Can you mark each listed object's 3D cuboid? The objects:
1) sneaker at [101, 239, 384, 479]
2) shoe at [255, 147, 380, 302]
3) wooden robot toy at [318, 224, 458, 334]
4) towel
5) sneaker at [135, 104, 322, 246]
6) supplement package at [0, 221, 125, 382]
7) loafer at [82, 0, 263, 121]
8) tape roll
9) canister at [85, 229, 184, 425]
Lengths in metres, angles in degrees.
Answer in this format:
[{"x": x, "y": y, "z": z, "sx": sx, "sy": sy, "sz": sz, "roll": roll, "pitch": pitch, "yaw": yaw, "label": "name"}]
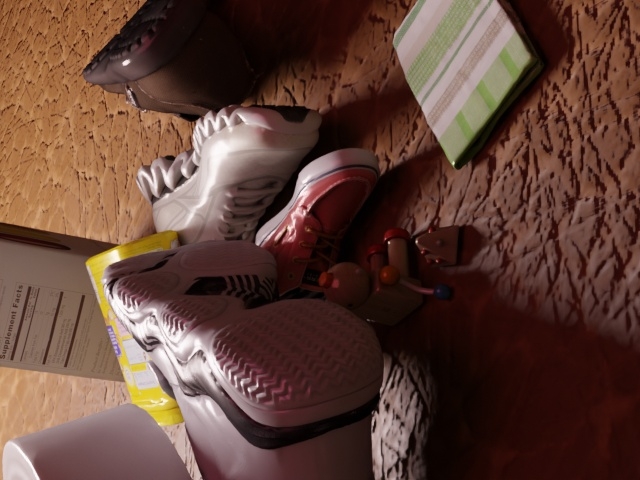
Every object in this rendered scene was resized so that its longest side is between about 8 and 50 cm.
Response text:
[{"x": -0.066, "y": 0.130, "z": 0.925, "sx": 0.366, "sy": 0.137, "sz": 0.210, "roll": 27, "pitch": 125, "yaw": 60, "label": "sneaker"}, {"x": 0.000, "y": 0.000, "z": 1.001, "sx": 0.178, "sy": 0.064, "sz": 0.081, "roll": -46, "pitch": 44, "yaw": 50, "label": "shoe"}, {"x": 0.028, "y": 0.033, "z": 0.921, "sx": 0.173, "sy": 0.079, "sz": 0.076, "roll": -44, "pitch": 45, "yaw": 43, "label": "wooden robot toy"}, {"x": 0.108, "y": -0.141, "z": 0.911, "sx": 0.113, "sy": 0.023, "sz": 0.152, "roll": -56, "pitch": 39, "yaw": 36, "label": "towel"}, {"x": -0.080, "y": -0.045, "z": 1.119, "sx": 0.292, "sy": 0.110, "sz": 0.118, "roll": -29, "pitch": 64, "yaw": 60, "label": "sneaker"}, {"x": -0.314, "y": 0.061, "z": 1.316, "sx": 0.139, "sy": 0.244, "sz": 0.133, "roll": 23, "pitch": 100, "yaw": 59, "label": "supplement package"}, {"x": -0.151, "y": -0.171, "z": 1.239, "sx": 0.134, "sy": 0.130, "sz": 0.366, "roll": -48, "pitch": 16, "yaw": 0, "label": "loafer"}, {"x": -0.151, "y": 0.272, "z": 0.918, "sx": 0.286, "sy": 0.100, "sz": 0.286, "roll": 43, "pitch": 141, "yaw": 48, "label": "tape roll"}, {"x": -0.154, "y": 0.083, "z": 1.144, "sx": 0.126, "sy": 0.073, "sz": 0.169, "roll": -17, "pitch": 92, "yaw": 58, "label": "canister"}]
